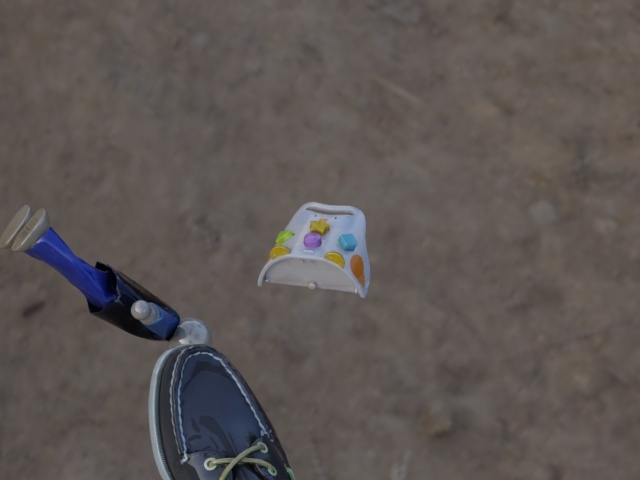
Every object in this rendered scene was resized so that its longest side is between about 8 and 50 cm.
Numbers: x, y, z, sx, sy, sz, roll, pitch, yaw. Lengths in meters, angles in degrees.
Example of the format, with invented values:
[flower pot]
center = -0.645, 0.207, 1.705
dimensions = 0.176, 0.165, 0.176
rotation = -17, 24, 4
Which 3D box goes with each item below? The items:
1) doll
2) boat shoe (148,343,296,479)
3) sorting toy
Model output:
[doll]
center = -0.163, 0.043, 1.367
dimensions = 0.189, 0.046, 0.129
rotation = 37, -12, -25
[boat shoe]
center = -0.046, 0.167, 1.090
dimensions = 0.081, 0.068, 0.228
rotation = -15, 80, -24
[sorting toy]
center = 0.000, 0.000, 1.295
dimensions = 0.083, 0.045, 0.075
rotation = 6, 44, 14
